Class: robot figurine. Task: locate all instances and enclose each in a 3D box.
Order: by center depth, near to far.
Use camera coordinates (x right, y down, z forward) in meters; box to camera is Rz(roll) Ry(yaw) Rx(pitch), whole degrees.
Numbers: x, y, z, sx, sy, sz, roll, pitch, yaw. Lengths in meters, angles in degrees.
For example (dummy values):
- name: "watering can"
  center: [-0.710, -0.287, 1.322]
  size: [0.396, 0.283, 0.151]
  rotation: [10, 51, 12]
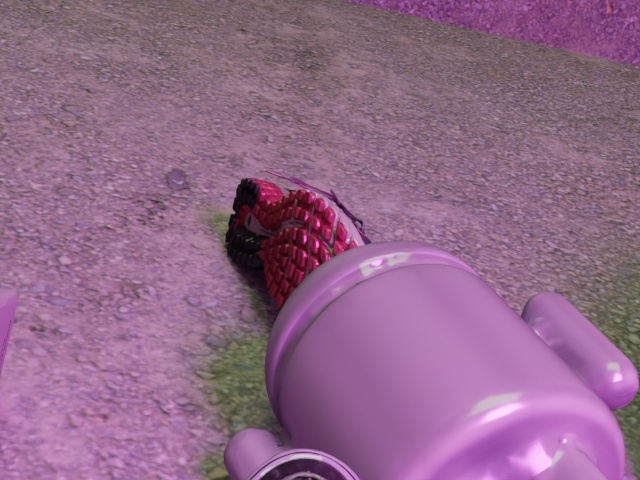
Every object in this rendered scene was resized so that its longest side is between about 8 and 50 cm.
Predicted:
- name: "robot figurine"
  center: [0.080, 0.131, 0.773]
  size: [0.300, 0.200, 0.353]
  rotation: [-20, 36, -12]

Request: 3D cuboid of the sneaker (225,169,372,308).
- name: "sneaker"
  center: [0.000, 0.000, 1.057]
  size: [0.112, 0.121, 0.299]
  rotation: [9, 13, -24]

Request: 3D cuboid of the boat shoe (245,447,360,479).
- name: "boat shoe"
  center: [-0.037, 0.223, 0.484]
  size: [0.113, 0.105, 0.306]
  rotation: [18, 54, 9]

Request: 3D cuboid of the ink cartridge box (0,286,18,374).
- name: "ink cartridge box"
  center: [-0.329, 0.077, 0.665]
  size: [0.197, 0.114, 0.273]
  rotation: [12, 2, -3]
